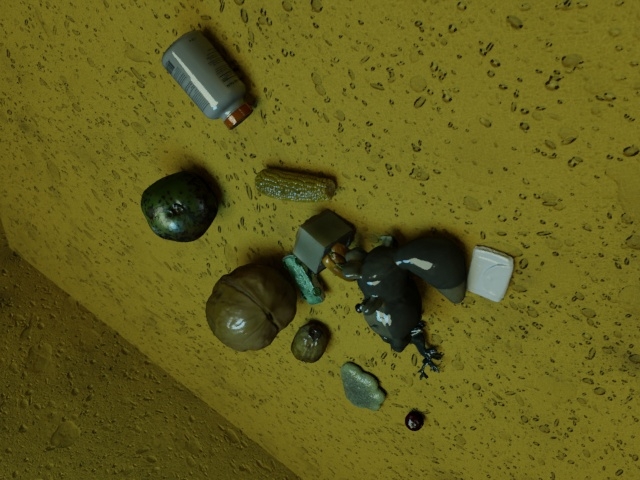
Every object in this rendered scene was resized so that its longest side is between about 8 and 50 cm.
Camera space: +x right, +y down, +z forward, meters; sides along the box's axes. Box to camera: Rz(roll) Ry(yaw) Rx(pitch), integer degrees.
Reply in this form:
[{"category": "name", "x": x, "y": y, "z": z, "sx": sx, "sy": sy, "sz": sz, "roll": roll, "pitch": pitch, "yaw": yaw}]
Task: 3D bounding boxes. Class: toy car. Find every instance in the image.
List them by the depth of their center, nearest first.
[{"category": "toy car", "x": -0.057, "y": 0.141, "z": 1.988, "sx": 0.090, "sy": 0.076, "sz": 0.224, "roll": -19, "pitch": 104, "yaw": 48}]

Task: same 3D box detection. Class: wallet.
[{"category": "wallet", "x": 0.499, "y": 0.102, "z": 1.541, "sx": 0.124, "sy": 0.032, "sz": 0.182, "roll": 23, "pitch": 138, "yaw": 24}]

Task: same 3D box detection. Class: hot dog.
[{"category": "hot dog", "x": 0.087, "y": 0.081, "z": 1.731, "sx": 0.068, "sy": 0.100, "sz": 0.249, "roll": 42, "pitch": -177, "yaw": 31}]

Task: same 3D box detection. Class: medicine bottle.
[{"category": "medicine bottle", "x": -0.335, "y": -0.481, "z": 1.591, "sx": 0.288, "sy": 0.157, "sz": 0.157, "roll": 50, "pitch": 140, "yaw": -10}]

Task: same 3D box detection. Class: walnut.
[{"category": "walnut", "x": -0.277, "y": 0.253, "z": 2.037, "sx": 0.307, "sy": 0.354, "sz": 0.398, "roll": 57, "pitch": 153, "yaw": -14}]

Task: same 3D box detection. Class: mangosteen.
[{"category": "mangosteen", "x": 0.395, "y": 0.759, "z": 2.181, "sx": 0.081, "sy": 0.081, "sz": 0.080, "roll": 22, "pitch": 136, "yaw": 23}]

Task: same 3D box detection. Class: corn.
[{"category": "corn", "x": -0.094, "y": -0.177, "z": 1.717, "sx": 0.311, "sy": 0.101, "sz": 0.101, "roll": 13, "pitch": 132, "yaw": 28}]

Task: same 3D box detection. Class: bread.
[{"category": "bread", "x": 0.190, "y": 0.654, "z": 2.266, "sx": 0.208, "sy": 0.056, "sz": 0.286, "roll": 11, "pitch": 132, "yaw": 34}]

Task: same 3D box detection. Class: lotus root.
[{"category": "lotus root", "x": -0.051, "y": 0.450, "z": 2.218, "sx": 0.145, "sy": 0.128, "sz": 0.260, "roll": 25, "pitch": 140, "yaw": 5}]

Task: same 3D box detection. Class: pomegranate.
[{"category": "pomegranate", "x": -0.545, "y": -0.128, "z": 2.032, "sx": 0.285, "sy": 0.285, "sz": 0.341, "roll": 52, "pitch": 172, "yaw": -11}]

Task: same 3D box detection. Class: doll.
[{"category": "doll", "x": 0.277, "y": 0.179, "z": 1.629, "sx": 0.379, "sy": 0.252, "sz": 0.382, "roll": -3, "pitch": 129, "yaw": 41}]

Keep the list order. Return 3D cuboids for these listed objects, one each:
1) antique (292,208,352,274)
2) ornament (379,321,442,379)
[{"category": "antique", "x": 0.000, "y": 0.000, "z": 1.751, "sx": 0.148, "sy": 0.147, "sz": 0.151, "roll": 41, "pitch": 141, "yaw": 19}, {"category": "ornament", "x": 0.338, "y": 0.410, "z": 1.906, "sx": 0.202, "sy": 0.080, "sz": 0.236, "roll": -16, "pitch": 115, "yaw": 41}]
